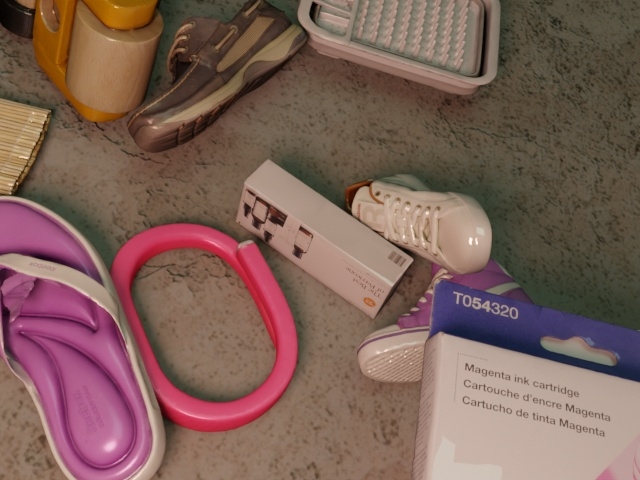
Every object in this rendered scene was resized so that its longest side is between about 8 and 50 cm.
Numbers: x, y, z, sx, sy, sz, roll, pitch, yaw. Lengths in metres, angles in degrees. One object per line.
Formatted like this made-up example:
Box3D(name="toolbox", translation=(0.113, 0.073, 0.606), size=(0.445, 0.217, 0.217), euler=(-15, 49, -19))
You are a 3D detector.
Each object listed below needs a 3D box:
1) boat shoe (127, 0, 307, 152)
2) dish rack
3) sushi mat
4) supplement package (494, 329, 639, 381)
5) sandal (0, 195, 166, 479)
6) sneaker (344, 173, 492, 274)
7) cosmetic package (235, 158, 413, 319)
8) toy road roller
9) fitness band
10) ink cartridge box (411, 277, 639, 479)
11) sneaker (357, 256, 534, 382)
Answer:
Box3D(name="boat shoe", translation=(-0.166, -0.250, 1.237), size=(0.130, 0.132, 0.355), euler=(49, 47, -6))
Box3D(name="dish rack", translation=(0.132, -0.365, 1.428), size=(0.333, 0.072, 0.285), euler=(16, 49, -4))
Box3D(name="sushi mat", translation=(-0.532, -0.154, 1.123), size=(0.317, 0.019, 0.151), euler=(14, 54, -6))
Box3D(name="supplement package", translation=(0.257, 0.247, 0.951), size=(0.198, 0.262, 0.199), euler=(-1, 58, -15))
Box3D(name="sandal", translation=(-0.306, 0.095, 0.975), size=(0.169, 0.102, 0.416), euler=(-36, 71, -9))
Box3D(name="sneaker", translation=(0.115, -0.019, 1.122), size=(0.123, 0.105, 0.290), euler=(-5, 15, -20))
Box3D(name="cosmetic package", translation=(0.000, 0.000, 1.149), size=(0.239, 0.099, 0.060), euler=(35, 58, 10))
Box3D(name="toy road roller", translation=(-0.303, -0.355, 1.246), size=(0.241, 0.202, 0.329), euler=(-23, 64, -38))
Box3D(name="fitness band", translation=(-0.147, 0.099, 1.072), size=(0.209, 0.054, 0.290), euler=(-17, 62, -24))
Box3D(name="ink cartridge box", translation=(0.249, 0.197, 0.780), size=(0.324, 0.071, 0.330), euler=(14, 58, -5))
Box3D(name="sneaker", translation=(0.150, 0.091, 1.135), size=(0.282, 0.102, 0.161), euler=(-7, 55, -31))
